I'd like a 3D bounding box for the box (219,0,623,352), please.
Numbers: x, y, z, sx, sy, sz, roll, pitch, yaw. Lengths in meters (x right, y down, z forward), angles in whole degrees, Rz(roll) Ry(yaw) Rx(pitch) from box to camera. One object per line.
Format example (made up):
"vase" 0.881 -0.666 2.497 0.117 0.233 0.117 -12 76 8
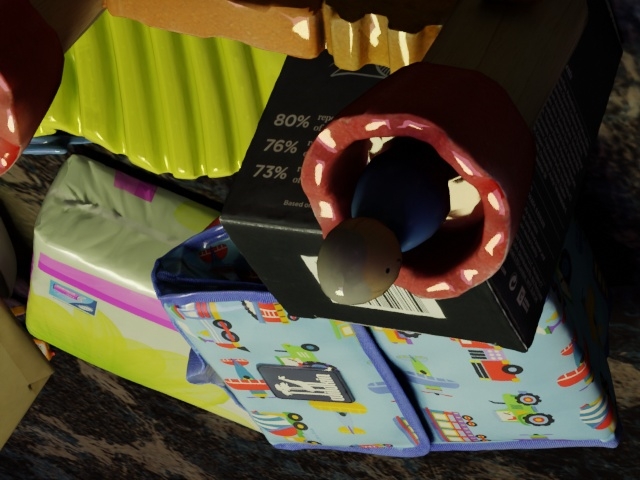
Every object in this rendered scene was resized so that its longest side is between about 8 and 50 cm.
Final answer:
"box" 0.061 -0.061 0.901 0.153 0.207 0.108 8 152 29

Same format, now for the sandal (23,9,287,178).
"sandal" -0.141 -0.109 1.103 0.317 0.126 0.138 6 -172 16

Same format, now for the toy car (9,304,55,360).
"toy car" -0.302 0.108 1.706 0.040 0.060 0.122 -12 160 -4

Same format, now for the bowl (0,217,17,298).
"bowl" -0.344 -0.011 1.501 0.142 0.053 0.142 16 154 10

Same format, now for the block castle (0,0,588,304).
"block castle" -0.062 -0.204 0.559 0.303 0.213 0.453 13 134 19

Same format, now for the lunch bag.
"lunch bag" 0.038 0.056 1.142 0.293 0.138 0.221 -11 143 20

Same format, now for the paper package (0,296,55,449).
"paper package" -0.452 0.066 1.488 0.324 0.168 0.309 20 155 27

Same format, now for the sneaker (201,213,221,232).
"sneaker" 0.000 0.000 1.207 0.128 0.087 0.221 22 140 -31

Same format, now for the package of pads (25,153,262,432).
"package of pads" -0.100 0.061 1.395 0.296 0.101 0.229 23 154 -2
